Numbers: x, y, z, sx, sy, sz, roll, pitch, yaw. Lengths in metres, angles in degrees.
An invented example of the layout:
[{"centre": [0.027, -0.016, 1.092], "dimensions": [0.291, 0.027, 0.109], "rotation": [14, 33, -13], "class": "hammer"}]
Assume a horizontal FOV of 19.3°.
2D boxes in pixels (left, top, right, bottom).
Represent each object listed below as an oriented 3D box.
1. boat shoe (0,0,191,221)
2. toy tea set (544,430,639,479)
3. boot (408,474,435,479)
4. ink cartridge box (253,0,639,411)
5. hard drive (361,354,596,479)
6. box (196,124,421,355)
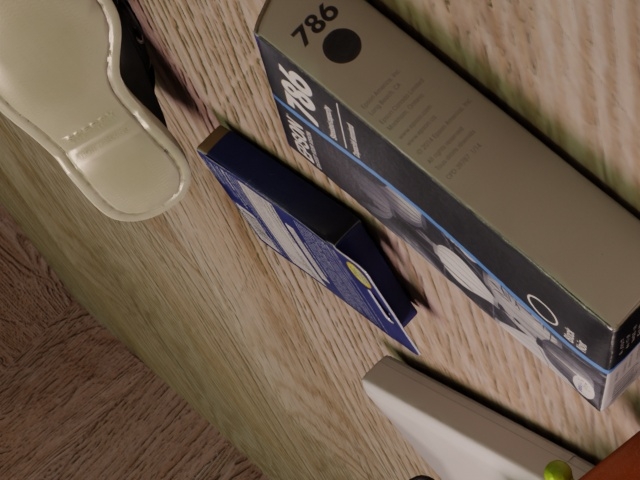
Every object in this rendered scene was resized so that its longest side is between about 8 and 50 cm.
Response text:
[{"centre": [-0.207, -0.157, 1.535], "dimensions": [0.340, 0.127, 0.113], "rotation": [53, -171, -48], "class": "boat shoe"}, {"centre": [0.283, 0.262, 1.240], "dimensions": [0.336, 0.124, 0.200], "rotation": [35, 165, 43], "class": "toy tea set"}, {"centre": [0.211, 0.385, 1.887], "dimensions": [0.338, 0.118, 0.223], "rotation": [37, 177, 32], "class": "boot"}, {"centre": [0.060, -0.048, 1.089], "dimensions": [0.333, 0.065, 0.165], "rotation": [42, 169, 19], "class": "ink cartridge box"}, {"centre": [0.194, 0.232, 1.667], "dimensions": [0.233, 0.047, 0.353], "rotation": [50, 167, -27], "class": "hard drive"}, {"centre": [0.000, 0.000, 1.548], "dimensions": [0.225, 0.036, 0.136], "rotation": [37, 167, 41], "class": "box"}]
